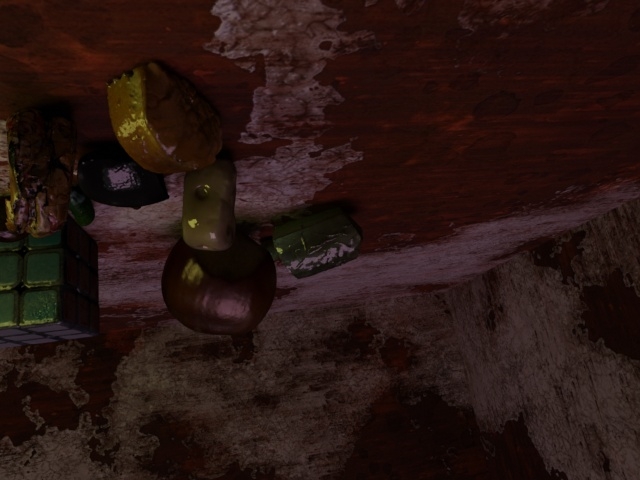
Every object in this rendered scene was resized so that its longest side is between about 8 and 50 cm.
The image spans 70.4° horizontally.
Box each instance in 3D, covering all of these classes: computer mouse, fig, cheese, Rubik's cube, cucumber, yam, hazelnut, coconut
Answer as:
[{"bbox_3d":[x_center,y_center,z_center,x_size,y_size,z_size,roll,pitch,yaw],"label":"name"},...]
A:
[{"bbox_3d":[-0.442,-0.116,1.039,0.168,0.087,0.295,-9,165,-10],"label":"computer mouse"},{"bbox_3d":[-0.761,-0.056,1.069,0.155,0.103,0.109,22,-155,2],"label":"fig"},{"bbox_3d":[-0.252,-0.090,1.042,0.117,0.235,0.218,3,121,-9],"label":"cheese"},{"bbox_3d":[-0.811,0.122,1.253,0.301,0.305,0.304,-6,161,-11],"label":"Rubik's cube"},{"bbox_3d":[-0.593,-0.086,1.116,0.056,0.056,0.250,-3,165,-18],"label":"cucumber"},{"bbox_3d":[0.002,0.005,1.480,0.271,0.201,0.202,-26,-161,10],"label":"yam"},{"bbox_3d":[-0.320,0.128,1.460,0.366,0.366,0.366,-8,163,-3],"label":"hazelnut"},{"bbox_3d":[-0.186,0.037,1.675,0.088,0.088,0.096,0,156,-26],"label":"coconut"}]

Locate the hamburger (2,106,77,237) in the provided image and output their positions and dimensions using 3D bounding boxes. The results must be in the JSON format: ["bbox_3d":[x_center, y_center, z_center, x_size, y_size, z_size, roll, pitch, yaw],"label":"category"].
[{"bbox_3d":[-0.491,-0.116,0.791,0.107,0.231,0.231,3,159,-38],"label":"hamburger"}]

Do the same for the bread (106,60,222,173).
[{"bbox_3d":[-0.272,-0.193,0.818,0.143,0.139,0.229,-7,164,21],"label":"bread"}]
